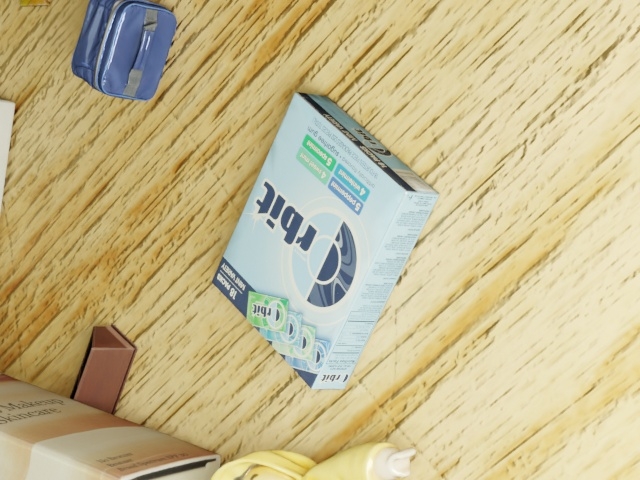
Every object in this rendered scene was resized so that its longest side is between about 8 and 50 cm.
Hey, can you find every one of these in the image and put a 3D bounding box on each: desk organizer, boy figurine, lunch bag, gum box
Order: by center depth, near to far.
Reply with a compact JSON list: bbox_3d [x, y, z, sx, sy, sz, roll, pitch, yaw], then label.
[{"bbox_3d":[0.028,0.227,1.445,0.285,0.092,0.177,31,112,41],"label":"boy figurine"},{"bbox_3d":[0.000,0.000,1.526,0.157,0.041,0.184,44,117,40],"label":"gum box"},{"bbox_3d":[-0.172,-0.177,1.708,0.065,0.067,0.098,30,108,44],"label":"lunch bag"},{"bbox_3d":[-0.218,0.143,1.748,0.047,0.050,0.130,38,115,42],"label":"desk organizer"}]

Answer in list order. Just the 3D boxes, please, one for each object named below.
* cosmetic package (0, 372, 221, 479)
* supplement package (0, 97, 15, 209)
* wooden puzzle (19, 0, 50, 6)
[{"bbox_3d":[-0.252,0.208,1.651,0.296,0.153,0.129,15,101,29],"label":"cosmetic package"},{"bbox_3d":[-0.385,-0.062,1.906,0.105,0.105,0.179,14,97,49],"label":"supplement package"},{"bbox_3d":[-0.267,-0.282,1.860,0.078,0.014,0.116,20,101,46],"label":"wooden puzzle"}]
